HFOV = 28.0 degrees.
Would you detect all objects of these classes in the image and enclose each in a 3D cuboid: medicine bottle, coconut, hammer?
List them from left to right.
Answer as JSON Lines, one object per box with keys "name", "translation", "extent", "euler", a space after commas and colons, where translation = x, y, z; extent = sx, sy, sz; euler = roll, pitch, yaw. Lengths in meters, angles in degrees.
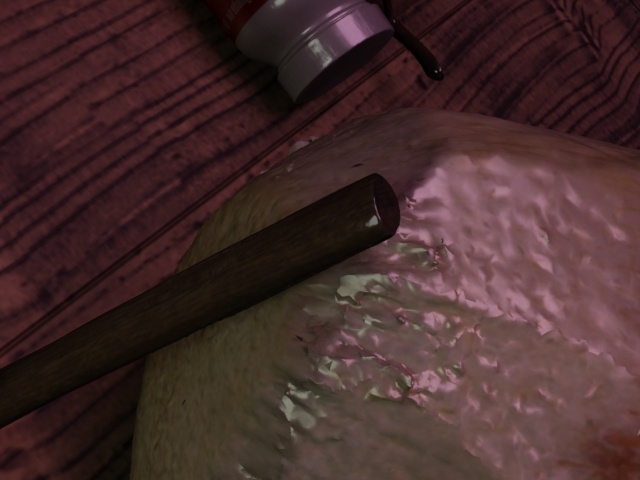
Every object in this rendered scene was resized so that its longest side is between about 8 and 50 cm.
{"name": "hammer", "translation": [-0.112, 0.056, 0.683], "extent": [0.043, 0.365, 0.111], "euler": [36, 39, -39]}
{"name": "medicine bottle", "translation": [-0.051, -0.247, 1.099], "extent": [0.131, 0.131, 0.250], "euler": [-32, 84, -46]}
{"name": "coconut", "translation": [0.103, 0.111, 0.801], "extent": [0.415, 0.415, 0.345], "euler": [20, 34, -28]}

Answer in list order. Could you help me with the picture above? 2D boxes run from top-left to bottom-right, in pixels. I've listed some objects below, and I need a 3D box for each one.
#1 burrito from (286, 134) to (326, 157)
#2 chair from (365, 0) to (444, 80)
{"name": "burrito", "translation": [0.000, 0.000, 1.039], "extent": [0.045, 0.041, 0.186], "euler": [17, 54, -41]}
{"name": "chair", "translation": [0.051, -0.324, 1.176], "extent": [0.160, 0.186, 0.319], "euler": [-38, 63, -7]}
